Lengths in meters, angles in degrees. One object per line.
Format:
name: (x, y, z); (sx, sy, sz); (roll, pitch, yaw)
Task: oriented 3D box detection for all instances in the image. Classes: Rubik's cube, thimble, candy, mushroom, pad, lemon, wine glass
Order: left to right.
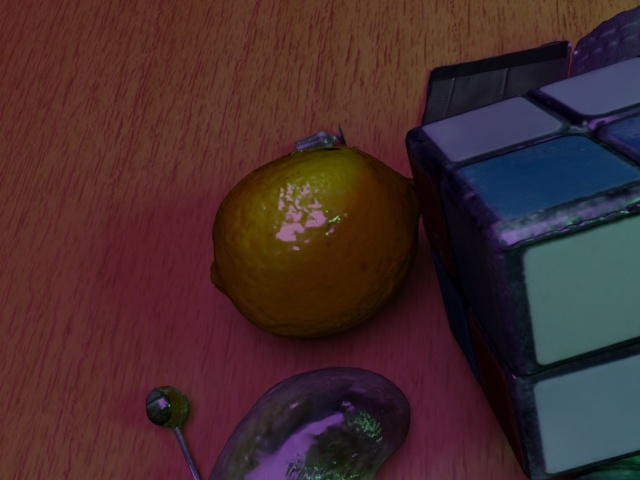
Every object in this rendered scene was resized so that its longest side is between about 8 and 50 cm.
candy: (-0.179, 0.288, 0.883); (0.061, 0.061, 0.202); (-27, 71, -4)
mushroom: (-0.018, 0.300, 0.800); (0.248, 0.130, 0.344); (31, 74, 27)
wine glass: (-0.001, -0.161, 1.074); (0.083, 0.039, 0.042); (-18, 104, 4)
lemon: (0.000, 0.000, 0.876); (0.311, 0.253, 0.253); (-23, 62, -2)
pad: (0.265, -0.222, 1.023); (0.233, 0.022, 0.174); (-5, 60, 34)
Rubik's cube: (0.301, 0.016, 0.720); (0.316, 0.313, 0.318); (-17, 28, 2)
thimble: (0.472, -0.217, 0.922); (0.237, 0.205, 0.172); (10, 67, 24)

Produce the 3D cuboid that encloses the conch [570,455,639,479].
conch: (0.342, 0.322, 0.713); (0.196, 0.134, 0.202); (-2, 78, 5)
